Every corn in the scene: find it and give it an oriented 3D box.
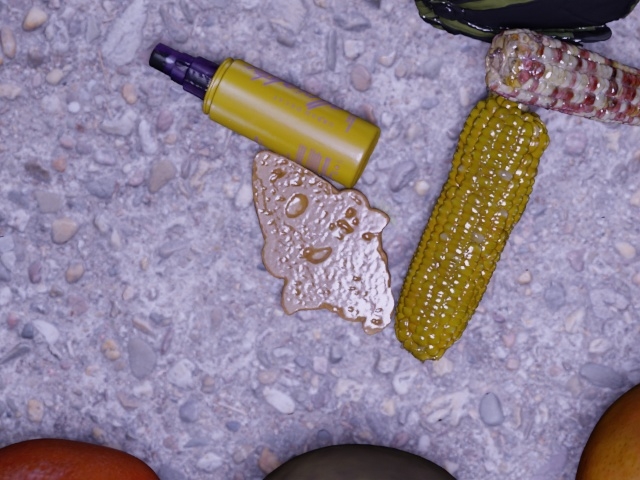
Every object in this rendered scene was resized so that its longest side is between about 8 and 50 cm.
[{"bbox_3d":[0.163,-0.011,1.128,0.102,0.102,0.313,24,99,4],"label":"corn"},{"bbox_3d":[0.283,-0.166,1.084,0.237,0.079,0.080,11,94,-25],"label":"corn"}]

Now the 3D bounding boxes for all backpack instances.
[{"bbox_3d":[0.213,-0.284,1.057,0.253,0.207,0.140,-6,72,15],"label":"backpack"}]

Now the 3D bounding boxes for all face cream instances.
[{"bbox_3d":[-0.068,-0.152,1.153,0.273,0.078,0.078,27,95,5],"label":"face cream"}]

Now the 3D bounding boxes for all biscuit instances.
[{"bbox_3d":[0.000,0.000,1.175,0.162,0.035,0.250,-34,89,1],"label":"biscuit"}]

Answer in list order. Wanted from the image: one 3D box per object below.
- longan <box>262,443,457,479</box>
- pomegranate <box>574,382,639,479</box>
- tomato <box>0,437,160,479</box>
[{"bbox_3d":[0.046,0.394,1.059,0.360,0.361,0.361,0,93,6],"label":"longan"},{"bbox_3d":[0.413,0.257,1.001,0.319,0.319,0.319,0,93,6],"label":"pomegranate"},{"bbox_3d":[-0.284,0.387,1.110,0.341,0.273,0.342,0,92,-5],"label":"tomato"}]
